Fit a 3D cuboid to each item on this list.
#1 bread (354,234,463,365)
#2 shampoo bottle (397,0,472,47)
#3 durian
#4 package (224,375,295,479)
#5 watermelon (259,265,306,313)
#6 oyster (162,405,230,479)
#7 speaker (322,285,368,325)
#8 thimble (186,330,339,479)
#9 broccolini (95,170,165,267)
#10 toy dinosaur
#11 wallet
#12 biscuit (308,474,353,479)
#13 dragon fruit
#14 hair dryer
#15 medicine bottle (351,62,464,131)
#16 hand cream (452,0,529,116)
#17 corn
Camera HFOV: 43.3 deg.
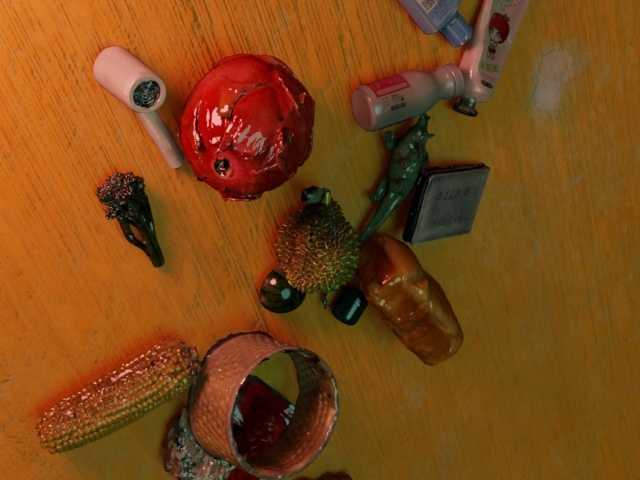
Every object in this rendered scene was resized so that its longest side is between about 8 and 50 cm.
[{"bbox_3d":[0.184,0.123,1.687,0.132,0.167,0.294,-29,127,11],"label":"bread"},{"bbox_3d":[0.197,-0.461,1.509,0.258,0.061,0.104,39,88,-35],"label":"shampoo bottle"},{"bbox_3d":[-0.004,0.009,1.534,0.146,0.198,0.159,14,146,-35],"label":"durian"},{"bbox_3d":[-0.156,0.436,1.675,0.269,0.071,0.194,-48,125,-5],"label":"package"},{"bbox_3d":[-0.066,0.101,1.592,0.105,0.062,0.105,-18,122,-32],"label":"watermelon"},{"bbox_3d":[-0.253,0.423,1.597,0.125,0.064,0.177,-38,97,-8],"label":"oyster"},{"bbox_3d":[0.047,0.127,1.681,0.094,0.060,0.075,31,94,0],"label":"speaker"},{"bbox_3d":[-0.109,0.316,1.562,0.270,0.150,0.271,-4,97,-39],"label":"thimble"},{"bbox_3d":[-0.309,-0.032,1.397,0.091,0.068,0.203,-49,129,-27],"label":"broccolini"},{"bbox_3d":[0.144,-0.120,1.604,0.292,0.079,0.120,-59,147,1],"label":"toy dinosaur"},{"bbox_3d":[0.265,-0.076,1.690,0.222,0.036,0.167,-8,121,-42],"label":"wallet"},{"bbox_3d":[-0.054,0.648,1.839,0.320,0.047,0.183,-48,123,-4],"label":"biscuit"},{"bbox_3d":[-0.119,-0.189,1.338,0.252,0.241,0.241,-52,127,-23],"label":"dragon fruit"},{"bbox_3d":[-0.278,-0.195,1.323,0.073,0.131,0.236,-36,137,-16],"label":"hair dryer"},{"bbox_3d":[0.171,-0.280,1.552,0.216,0.090,0.090,-21,119,-22],"label":"medicine bottle"},{"bbox_3d":[0.349,-0.415,1.624,0.121,0.076,0.336,19,93,-36],"label":"hand cream"},{"bbox_3d":[-0.360,0.283,1.468,0.317,0.115,0.115,-30,122,-15],"label":"corn"}]
